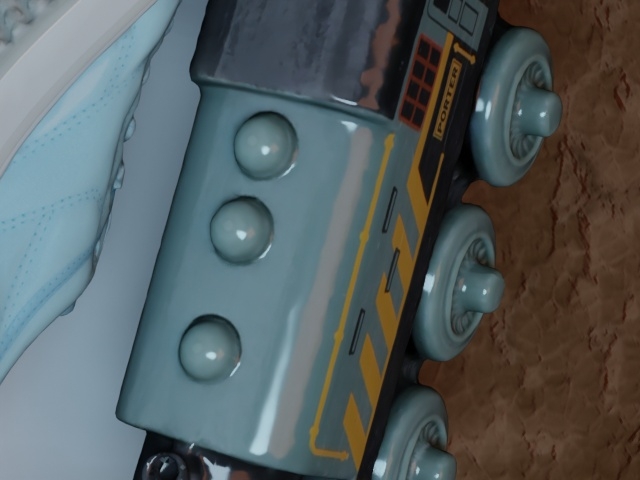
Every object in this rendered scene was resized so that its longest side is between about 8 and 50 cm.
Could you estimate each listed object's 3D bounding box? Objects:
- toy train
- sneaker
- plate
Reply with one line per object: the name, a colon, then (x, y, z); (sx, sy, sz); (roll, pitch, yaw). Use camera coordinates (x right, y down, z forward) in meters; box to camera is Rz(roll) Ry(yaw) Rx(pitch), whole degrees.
toy train: (0.000, 0.000, 0.843); (0.190, 0.142, 0.334); (22, 84, -64)
sneaker: (-0.136, -0.050, 0.803); (0.366, 0.135, 0.150); (-56, 151, -20)
plate: (-0.076, 0.011, 0.933); (0.278, 0.045, 0.277); (8, 91, -35)
